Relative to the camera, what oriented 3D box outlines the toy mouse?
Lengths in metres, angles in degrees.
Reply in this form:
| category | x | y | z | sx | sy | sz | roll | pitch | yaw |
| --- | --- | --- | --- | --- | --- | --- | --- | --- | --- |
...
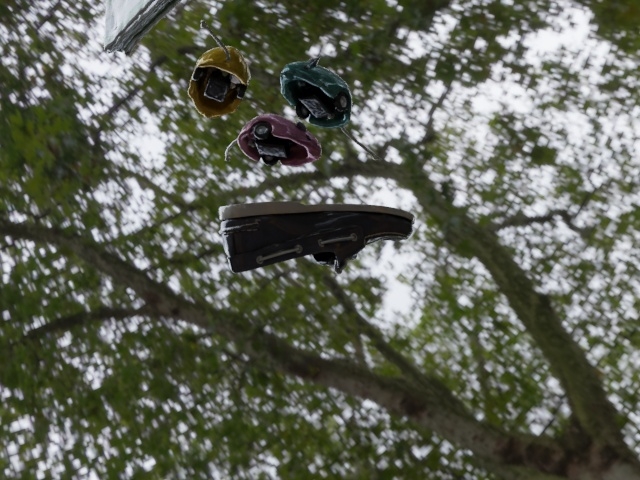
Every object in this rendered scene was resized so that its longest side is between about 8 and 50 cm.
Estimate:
| category | x | y | z | sx | sy | sz | roll | pitch | yaw |
| --- | --- | --- | --- | --- | --- | --- | --- | --- | --- |
| toy mouse | -0.021 | -0.092 | 0.764 | 0.143 | 0.161 | 0.031 | 18 | -119 | -4 |

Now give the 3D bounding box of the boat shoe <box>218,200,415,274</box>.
| category | x | y | z | sx | sy | sz | roll | pitch | yaw |
| --- | --- | --- | --- | --- | --- | --- | --- | --- | --- |
| boat shoe | 0.000 | 0.000 | 0.998 | 0.206 | 0.075 | 0.065 | 1 | -96 | -35 |

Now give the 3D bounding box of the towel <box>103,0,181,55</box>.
| category | x | y | z | sx | sy | sz | roll | pitch | yaw |
| --- | --- | --- | --- | --- | --- | --- | --- | --- | --- |
| towel | -0.137 | -0.236 | 0.878 | 0.023 | 0.113 | 0.152 | 17 | -120 | -35 |
